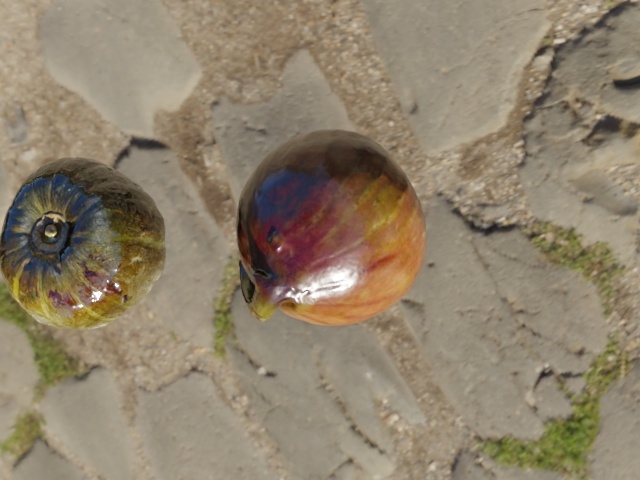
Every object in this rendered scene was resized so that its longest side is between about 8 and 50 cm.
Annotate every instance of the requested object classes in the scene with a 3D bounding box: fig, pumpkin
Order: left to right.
[{"bbox_3d":[-0.293,0.012,1.291,0.219,0.162,0.219,-4,74,16],"label":"pumpkin"},{"bbox_3d":[0.001,0.000,0.990,0.205,0.205,0.205,15,114,35],"label":"fig"}]
